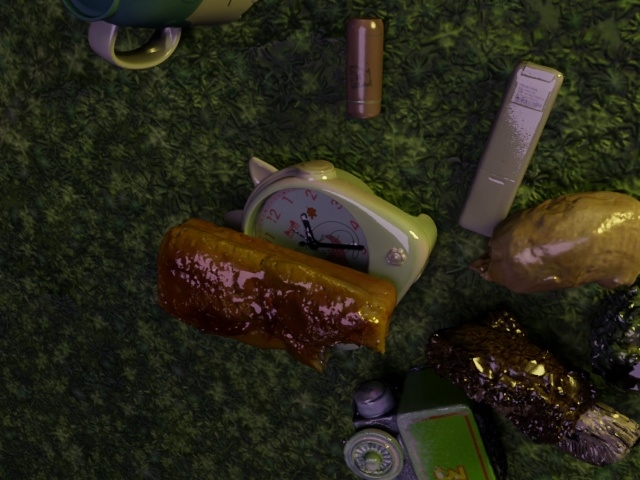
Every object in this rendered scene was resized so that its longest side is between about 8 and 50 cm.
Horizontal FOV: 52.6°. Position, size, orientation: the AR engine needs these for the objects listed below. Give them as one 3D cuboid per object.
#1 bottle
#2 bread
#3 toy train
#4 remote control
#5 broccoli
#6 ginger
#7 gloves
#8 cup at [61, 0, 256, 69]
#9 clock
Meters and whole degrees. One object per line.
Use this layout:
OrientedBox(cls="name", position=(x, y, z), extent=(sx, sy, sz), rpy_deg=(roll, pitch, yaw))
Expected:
OrientedBox(cls="bottle", position=(0.064, -0.250, 0.938), extent=(0.053, 0.053, 0.140), rpy_deg=(8, 116, 20))
OrientedBox(cls="bread", position=(-0.076, 0.098, 0.995), extent=(0.381, 0.109, 0.185), rpy_deg=(17, 118, 15))
OrientedBox(cls="toy train", position=(0.183, 0.364, 1.096), extent=(0.249, 0.173, 0.307), rpy_deg=(-15, 105, 18))
OrientedBox(cls="remote control", position=(0.267, -0.124, 0.924), extent=(0.067, 0.029, 0.260), rpy_deg=(21, 121, 12))
OrientedBox(cls="broccoli", position=(0.524, 0.161, 0.886), extent=(0.304, 0.165, 0.145), rpy_deg=(15, 86, 2))
OrientedBox(cls="ginger", position=(0.338, 0.006, 0.886), extent=(0.268, 0.138, 0.152), rpy_deg=(0, 116, 17))
OrientedBox(cls="gloves", position=(0.301, 0.206, 0.956), extent=(0.313, 0.210, 0.135), rpy_deg=(31, 102, -15))
OrientedBox(cls="cup", position=(-0.230, -0.376, 0.895), extent=(0.219, 0.258, 0.289), rpy_deg=(34, 121, 12))
OrientedBox(cls="clock", position=(0.000, 0.000, 1.043), extent=(0.324, 0.108, 0.265), rpy_deg=(36, 122, 6))
